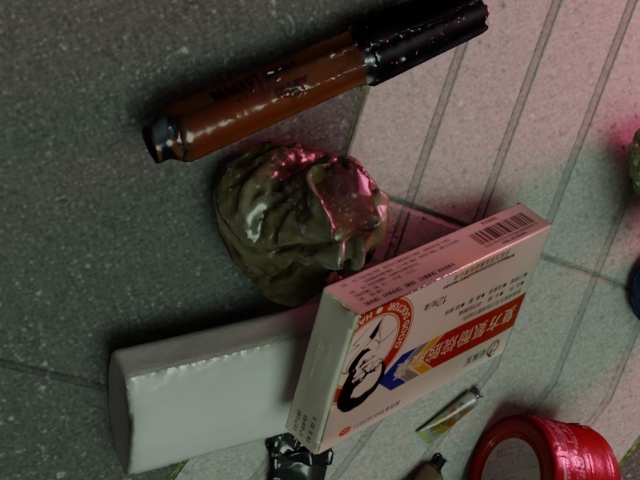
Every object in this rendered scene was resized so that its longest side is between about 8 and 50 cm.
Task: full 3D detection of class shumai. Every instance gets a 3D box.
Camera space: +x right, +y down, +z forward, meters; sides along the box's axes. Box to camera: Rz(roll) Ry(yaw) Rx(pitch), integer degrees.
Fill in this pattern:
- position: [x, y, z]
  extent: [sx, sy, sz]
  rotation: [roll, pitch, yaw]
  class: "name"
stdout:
- position: [-0.004, 0.001, 1.532]
  extent: [0.184, 0.185, 0.218]
  rotation: [-30, 124, -10]
  class: "shumai"

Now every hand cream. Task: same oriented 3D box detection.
- position: [0.178, 0.238, 1.845]
  extent: [0.102, 0.022, 0.035]
  rotation: [-40, 130, 3]
  class: "hand cream"
- position: [0.301, 0.336, 1.853]
  extent: [0.125, 0.193, 0.193]
  rotation: [15, 107, -29]
  class: "hand cream"

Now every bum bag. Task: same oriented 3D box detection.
- position: [-0.030, 0.330, 1.773]
  extent: [0.087, 0.049, 0.197]
  rotation: [-4, 117, -19]
  class: "bum bag"

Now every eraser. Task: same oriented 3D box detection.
- position: [-0.111, 0.175, 1.621]
  extent: [0.270, 0.095, 0.174]
  rotation: [-12, 135, -19]
  class: "eraser"

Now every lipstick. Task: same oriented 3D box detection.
- position: [0.000, -0.184, 1.494]
  extent: [0.418, 0.077, 0.077]
  rotation: [-26, 123, -18]
  class: "lipstick"

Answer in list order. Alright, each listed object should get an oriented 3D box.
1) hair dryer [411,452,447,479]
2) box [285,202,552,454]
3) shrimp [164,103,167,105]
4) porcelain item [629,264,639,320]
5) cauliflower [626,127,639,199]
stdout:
- position: [0.119, 0.364, 1.842]
  extent: [0.181, 0.117, 0.064]
  rotation: [-52, 126, -19]
  class: "hair dryer"
- position: [0.120, 0.099, 1.619]
  extent: [0.353, 0.069, 0.214]
  rotation: [-20, 138, -40]
  class: "box"
- position: [-0.119, -0.145, 1.503]
  extent: [0.108, 0.023, 0.059]
  rotation: [19, 96, -32]
  class: "shrimp"
- position: [0.509, 0.074, 1.864]
  extent: [0.147, 0.114, 0.147]
  rotation: [-11, 118, -22]
  class: "porcelain item"
- position: [0.530, -0.072, 1.703]
  extent: [0.239, 0.256, 0.315]
  rotation: [-5, 152, -48]
  class: "cauliflower"
